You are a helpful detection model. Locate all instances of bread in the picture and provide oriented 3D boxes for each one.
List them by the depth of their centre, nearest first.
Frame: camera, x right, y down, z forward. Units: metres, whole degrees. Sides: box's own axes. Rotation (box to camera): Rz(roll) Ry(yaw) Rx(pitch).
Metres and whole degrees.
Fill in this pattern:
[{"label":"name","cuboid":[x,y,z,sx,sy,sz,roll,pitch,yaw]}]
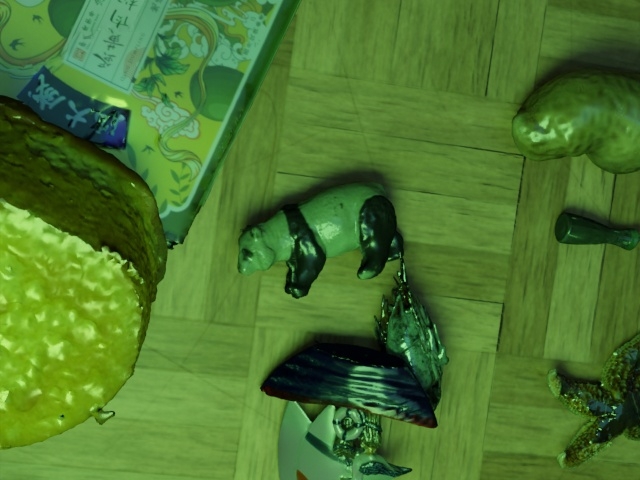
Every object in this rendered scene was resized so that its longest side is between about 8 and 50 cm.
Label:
[{"label":"bread","cuboid":[-0.372,0.039,1.590,0.398,0.215,0.398,-4,121,-7]}]

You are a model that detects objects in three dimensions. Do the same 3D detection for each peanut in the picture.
[{"label":"peanut","cuboid":[0.371,-0.156,1.905,0.253,0.122,0.137,6,101,-12]}]

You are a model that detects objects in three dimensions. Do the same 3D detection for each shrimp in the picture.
[{"label":"shrimp","cuboid":[0.118,0.125,1.873,0.079,0.090,0.233,-28,115,-53]}]

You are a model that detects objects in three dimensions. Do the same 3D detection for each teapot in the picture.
[{"label":"teapot","cuboid":[0.371,-0.008,1.957,0.111,0.043,0.042,10,92,-18]}]

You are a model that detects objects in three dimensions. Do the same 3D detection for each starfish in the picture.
[{"label":"starfish","cuboid":[0.396,0.218,1.972,0.216,0.071,0.238,42,74,-8]}]

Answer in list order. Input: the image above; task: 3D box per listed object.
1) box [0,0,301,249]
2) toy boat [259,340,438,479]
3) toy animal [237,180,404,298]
[{"label":"box","cuboid":[-0.249,-0.253,1.729,0.373,0.138,0.420,26,89,-16]},{"label":"toy boat","cuboid":[0.004,0.263,1.867,0.219,0.072,0.318,34,111,4]},{"label":"toy animal","cuboid":[0.000,0.000,1.836,0.225,0.094,0.121,-18,98,-12]}]
